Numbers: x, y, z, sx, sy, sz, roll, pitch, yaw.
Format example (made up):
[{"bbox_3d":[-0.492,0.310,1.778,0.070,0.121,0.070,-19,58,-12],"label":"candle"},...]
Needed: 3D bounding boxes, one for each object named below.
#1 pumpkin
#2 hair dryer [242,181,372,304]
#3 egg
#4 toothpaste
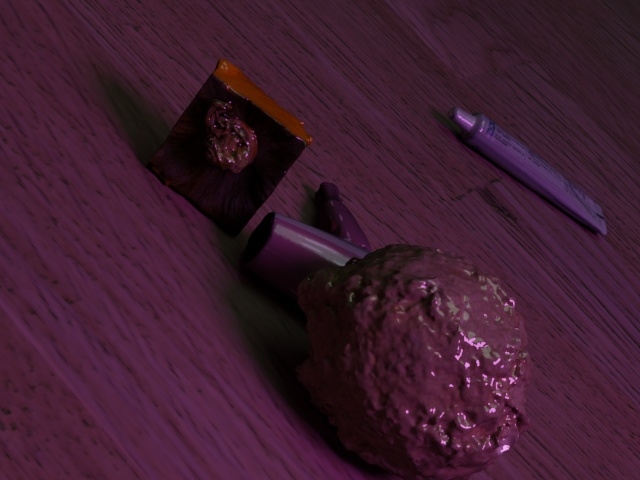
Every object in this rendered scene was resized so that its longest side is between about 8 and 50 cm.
[{"bbox_3d":[-0.054,-0.055,0.801,0.074,0.083,0.054,37,23,-4],"label":"pumpkin"},{"bbox_3d":[0.005,0.002,0.851,0.106,0.054,0.154,31,18,-13],"label":"hair dryer"},{"bbox_3d":[0.053,0.065,0.728,0.118,0.116,0.140,-23,69,-24],"label":"egg"},{"bbox_3d":[0.190,-0.065,1.206,0.197,0.029,0.048,33,31,-25],"label":"toothpaste"}]
